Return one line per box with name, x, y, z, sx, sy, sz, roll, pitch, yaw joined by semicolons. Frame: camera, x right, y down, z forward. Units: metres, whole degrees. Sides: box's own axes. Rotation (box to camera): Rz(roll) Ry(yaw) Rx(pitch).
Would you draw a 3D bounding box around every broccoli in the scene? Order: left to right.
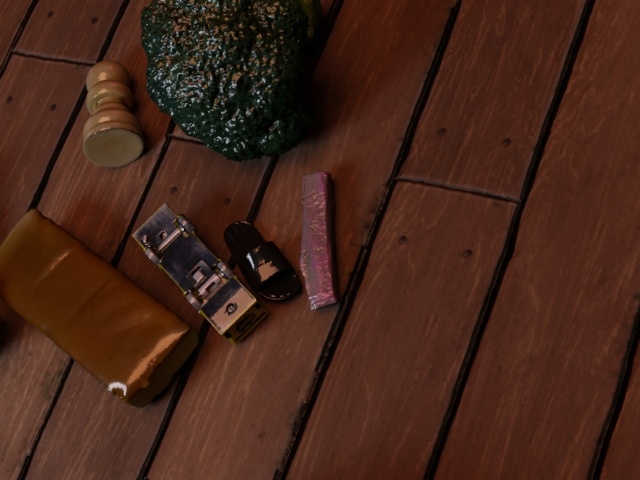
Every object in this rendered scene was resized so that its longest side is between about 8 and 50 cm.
broccoli;-0.108;-0.258;1.736;0.297;0.297;0.297;22;38;30

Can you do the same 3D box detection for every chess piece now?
chess piece;-0.320;-0.205;1.878;0.094;0.094;0.170;-19;53;14

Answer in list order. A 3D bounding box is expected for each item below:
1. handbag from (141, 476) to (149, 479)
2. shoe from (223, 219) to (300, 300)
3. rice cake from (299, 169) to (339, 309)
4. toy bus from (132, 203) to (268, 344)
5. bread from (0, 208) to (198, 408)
handbag;-0.069;0.394;1.387;0.326;0.238;0.089;25;81;30
shoe;-0.088;0.019;1.681;0.062;0.053;0.159;-29;52;-14
rice cake;0.000;0.000;1.666;0.047;0.036;0.206;-16;61;27
toy bus;-0.167;0.042;1.695;0.081;0.074;0.226;-46;58;-2
bread;-0.331;0.096;1.739;0.361;0.077;0.138;33;81;32
